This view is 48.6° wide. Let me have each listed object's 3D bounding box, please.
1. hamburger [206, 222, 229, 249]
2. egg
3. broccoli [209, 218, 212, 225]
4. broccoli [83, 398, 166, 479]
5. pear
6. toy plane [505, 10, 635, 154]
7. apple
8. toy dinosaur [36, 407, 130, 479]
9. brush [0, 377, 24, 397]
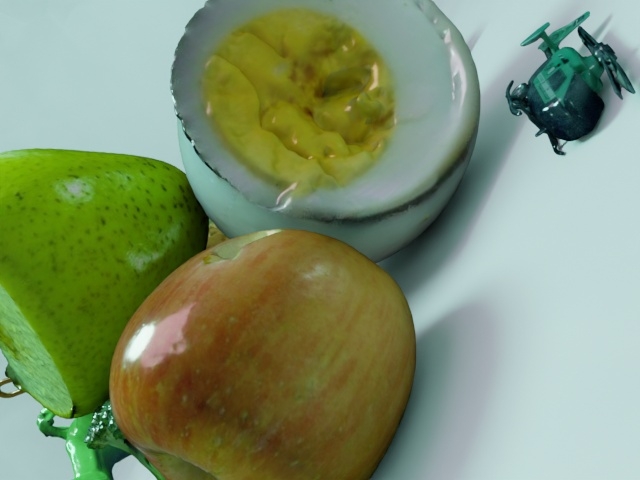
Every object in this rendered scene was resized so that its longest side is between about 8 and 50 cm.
[{"bbox_3d":[-0.108,0.123,1.046,0.162,0.208,0.330,70,-153,-54],"label":"hamburger"},{"bbox_3d":[-0.002,-0.116,0.913,0.355,0.354,0.340,-60,-6,-19],"label":"egg"},{"bbox_3d":[-0.151,0.008,1.513,0.277,0.317,0.339,16,99,41],"label":"broccoli"},{"bbox_3d":[-0.142,0.252,0.818,0.269,0.253,0.269,-177,90,-78],"label":"broccoli"},{"bbox_3d":[-0.265,0.030,0.891,0.318,0.238,0.343,-44,-36,-36],"label":"pear"},{"bbox_3d":[0.222,-0.152,0.648,0.096,0.060,0.235,-44,17,28],"label":"toy plane"},{"bbox_3d":[-0.043,0.108,0.613,0.241,0.242,0.242,-55,5,-36],"label":"apple"},{"bbox_3d":[-0.263,0.311,1.235,0.374,0.499,0.144,49,119,43],"label":"toy dinosaur"},{"bbox_3d":[-0.347,0.180,1.087,0.017,0.314,0.090,-116,9,-46],"label":"brush"}]
